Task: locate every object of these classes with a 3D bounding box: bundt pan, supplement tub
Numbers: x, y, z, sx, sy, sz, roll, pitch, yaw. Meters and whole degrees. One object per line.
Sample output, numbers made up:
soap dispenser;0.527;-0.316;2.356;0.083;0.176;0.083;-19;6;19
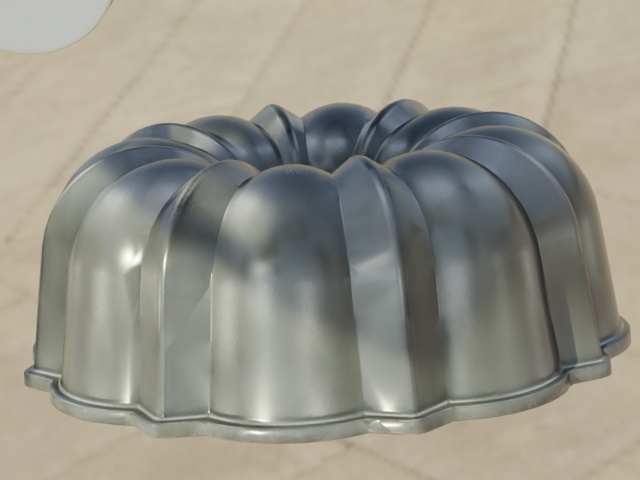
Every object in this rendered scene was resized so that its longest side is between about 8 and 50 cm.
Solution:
bundt pan;0.000;0.000;1.063;0.330;0.124;0.331;-4;14;1
supplement tub;-0.104;-0.123;0.750;0.071;0.071;0.107;-13;29;10
